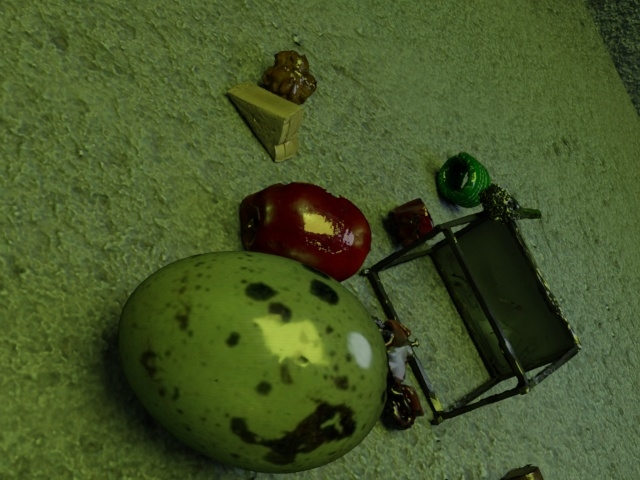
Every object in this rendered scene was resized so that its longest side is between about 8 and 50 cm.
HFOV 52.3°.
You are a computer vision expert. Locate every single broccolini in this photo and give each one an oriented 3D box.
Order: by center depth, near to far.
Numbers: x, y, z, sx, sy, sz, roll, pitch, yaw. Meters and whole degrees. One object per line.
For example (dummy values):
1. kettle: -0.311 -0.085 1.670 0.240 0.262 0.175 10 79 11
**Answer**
1. broccolini: 0.384 -0.054 1.305 0.203 0.068 0.091 20 22 -46

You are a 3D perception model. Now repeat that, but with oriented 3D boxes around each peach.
1. peach: -0.002 0.005 1.165 0.267 0.159 0.153 26 55 -31

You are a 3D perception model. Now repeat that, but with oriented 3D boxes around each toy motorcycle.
1. toy motorcycle: 0.138 0.233 1.193 0.118 0.084 0.212 -13 81 -48

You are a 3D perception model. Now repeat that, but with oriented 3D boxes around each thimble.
1. thimble: 0.356 -0.149 1.614 0.090 0.118 0.130 23 69 -36

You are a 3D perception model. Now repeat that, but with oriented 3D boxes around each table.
1. table: 0.299 0.138 1.298 0.272 0.222 0.334 -14 74 -48

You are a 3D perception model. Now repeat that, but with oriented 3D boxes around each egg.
1. egg: -0.084 0.158 0.885 0.379 0.287 0.287 30 47 -15

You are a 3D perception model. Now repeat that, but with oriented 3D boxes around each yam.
1. yam: 0.412 0.511 1.271 0.084 0.084 0.127 -3 71 -44

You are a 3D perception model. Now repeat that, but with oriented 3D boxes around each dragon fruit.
1. dragon fruit: 0.195 -0.032 1.418 0.102 0.096 0.147 65 8 2

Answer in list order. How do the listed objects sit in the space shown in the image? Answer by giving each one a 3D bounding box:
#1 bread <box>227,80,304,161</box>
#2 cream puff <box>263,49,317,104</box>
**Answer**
1. bread: -0.115 -0.239 1.307 0.152 0.105 0.077 29 38 19
2. cream puff: -0.060 -0.342 1.371 0.116 0.094 0.122 27 45 -31
